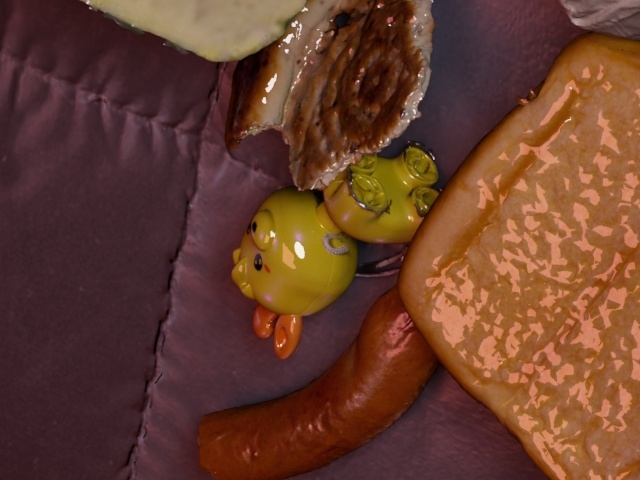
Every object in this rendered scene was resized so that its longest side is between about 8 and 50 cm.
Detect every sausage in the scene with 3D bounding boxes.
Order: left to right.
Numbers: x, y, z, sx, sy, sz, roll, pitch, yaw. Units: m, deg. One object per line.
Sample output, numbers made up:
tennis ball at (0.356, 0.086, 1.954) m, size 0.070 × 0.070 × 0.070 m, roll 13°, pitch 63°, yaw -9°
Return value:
sausage at (0.011, 0.138, 1.631) m, size 0.302 × 0.076 × 0.103 m, roll -36°, pitch 87°, yaw 33°

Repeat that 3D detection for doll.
doll at (0.000, 0.000, 1.585) m, size 0.221 × 0.135 × 0.143 m, roll -46°, pitch 46°, yaw 37°

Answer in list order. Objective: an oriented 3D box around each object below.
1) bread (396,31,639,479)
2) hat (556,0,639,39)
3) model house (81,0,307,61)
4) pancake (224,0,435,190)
bread at (0.250, 0.026, 1.419) m, size 0.328 × 0.148 × 0.337 m, roll 44°, pitch 117°, yaw 20°
hat at (0.290, -0.163, 1.328) m, size 0.245 × 0.214 × 0.149 m, roll 53°, pitch 142°, yaw -1°
model house at (-0.105, -0.344, 1.493) m, size 0.321 × 0.261 × 0.266 m, roll -52°, pitch 38°, yaw 20°
pancake at (0.001, -0.166, 1.518) m, size 0.212 × 0.056 × 0.257 m, roll -20°, pitch 59°, yaw 39°
